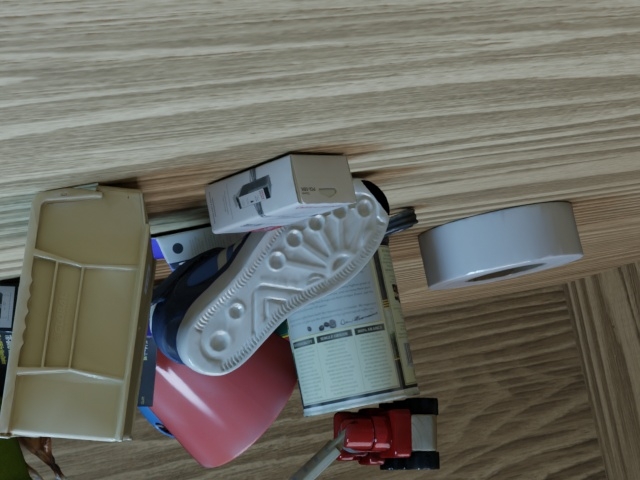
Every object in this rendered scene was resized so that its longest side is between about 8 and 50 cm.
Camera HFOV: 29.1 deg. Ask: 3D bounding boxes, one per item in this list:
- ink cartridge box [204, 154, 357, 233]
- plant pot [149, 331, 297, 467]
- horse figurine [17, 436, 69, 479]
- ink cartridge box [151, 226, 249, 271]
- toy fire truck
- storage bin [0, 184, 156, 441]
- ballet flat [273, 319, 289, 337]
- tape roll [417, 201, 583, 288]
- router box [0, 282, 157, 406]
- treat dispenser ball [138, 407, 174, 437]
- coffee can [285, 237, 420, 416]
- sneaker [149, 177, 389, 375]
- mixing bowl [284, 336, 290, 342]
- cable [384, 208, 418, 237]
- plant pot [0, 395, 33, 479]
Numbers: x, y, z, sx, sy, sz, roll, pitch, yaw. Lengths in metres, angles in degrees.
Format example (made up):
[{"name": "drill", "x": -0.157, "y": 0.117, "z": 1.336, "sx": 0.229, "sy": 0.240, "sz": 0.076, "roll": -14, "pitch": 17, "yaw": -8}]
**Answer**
[{"name": "ink cartridge box", "x": -0.044, "y": -0.051, "z": 1.348, "sx": 0.135, "sy": 0.056, "sz": 0.099, "roll": -17, "pitch": 171, "yaw": 39}, {"name": "plant pot", "x": -0.209, "y": 0.220, "z": 2.169, "sx": 0.275, "sy": 0.243, "sz": 0.275, "roll": -41, "pitch": -161, "yaw": 18}, {"name": "horse figurine", "x": -0.471, "y": 0.322, "z": 1.952, "sx": 0.263, "sy": 0.174, "sz": 0.066, "roll": -13, "pitch": -164, "yaw": 47}, {"name": "ink cartridge box", "x": -0.163, "y": 0.016, "z": 1.709, "sx": 0.208, "sy": 0.045, "sz": 0.206, "roll": -9, "pitch": 172, "yaw": -4}, {"name": "toy fire truck", "x": 0.057, "y": 0.345, "z": 2.055, "sx": 0.246, "sy": 0.159, "sz": 0.217, "roll": 3, "pitch": 169, "yaw": -14}, {"name": "storage bin", "x": -0.253, "y": 0.089, "z": 1.336, "sx": 0.123, "sy": 0.260, "sz": 0.262, "roll": 7, "pitch": 170, "yaw": -5}, {"name": "ballet flat", "x": -0.125, "y": 0.166, "z": 2.328, "sx": 0.231, "sy": 0.077, "sz": 0.077, "roll": -16, "pitch": -174, "yaw": 22}, {"name": "tape roll", "x": 0.321, "y": 0.012, "z": 2.205, "sx": 0.286, "sy": 0.100, "sz": 0.286, "roll": -12, "pitch": 172, "yaw": -2}, {"name": "router box", "x": -0.369, "y": 0.165, "z": 1.863, "sx": 0.242, "sy": 0.081, "sz": 0.309, "roll": 2, "pitch": 153, "yaw": -8}, {"name": "treat dispenser ball", "x": -0.248, "y": 0.270, "z": 2.529, "sx": 0.288, "sy": 0.288, "sz": 0.288, "roll": -11, "pitch": 172, "yaw": -2}, {"name": "coffee can", "x": 0.043, "y": 0.142, "z": 2.069, "sx": 0.201, "sy": 0.275, "sz": 0.201, "roll": -11, "pitch": 172, "yaw": -2}, {"name": "sneaker", "x": -0.083, "y": 0.027, "z": 1.551, "sx": 0.323, "sy": 0.130, "sz": 0.236, "roll": -43, "pitch": -159, "yaw": -10}, {"name": "mixing bowl", "x": -0.079, "y": 0.151, "z": 2.459, "sx": 0.098, "sy": 0.181, "sz": 0.181, "roll": 23, "pitch": 153, "yaw": -34}, {"name": "cable", "x": 0.000, "y": 0.000, "z": 1.857, "sx": 0.287, "sy": 0.072, "sz": 0.139, "roll": -26, "pitch": 170, "yaw": 20}, {"name": "plant pot", "x": -0.613, "y": 0.281, "z": 1.810, "sx": 0.366, "sy": 0.353, "sz": 0.366, "roll": -11, "pitch": 172, "yaw": -2}]
